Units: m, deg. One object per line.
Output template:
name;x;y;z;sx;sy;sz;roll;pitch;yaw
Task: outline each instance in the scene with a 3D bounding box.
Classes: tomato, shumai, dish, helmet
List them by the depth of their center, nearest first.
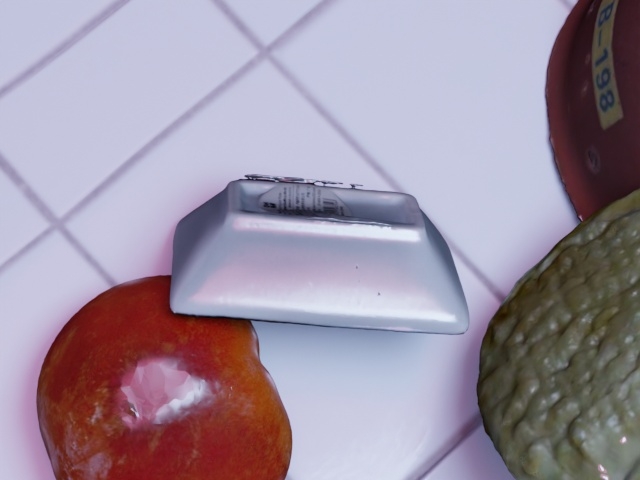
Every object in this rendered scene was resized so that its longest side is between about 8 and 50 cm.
tomato;-0.132;0.138;1.325;0.200;0.139;0.233;-24;78;-6
shumai;0.310;0.134;1.326;0.330;0.292;0.288;-47;116;-6
dish;0.000;0.000;1.354;0.243;0.182;0.080;4;113;-5
helmet;0.384;-0.132;1.415;0.338;0.230;0.384;10;72;-4
